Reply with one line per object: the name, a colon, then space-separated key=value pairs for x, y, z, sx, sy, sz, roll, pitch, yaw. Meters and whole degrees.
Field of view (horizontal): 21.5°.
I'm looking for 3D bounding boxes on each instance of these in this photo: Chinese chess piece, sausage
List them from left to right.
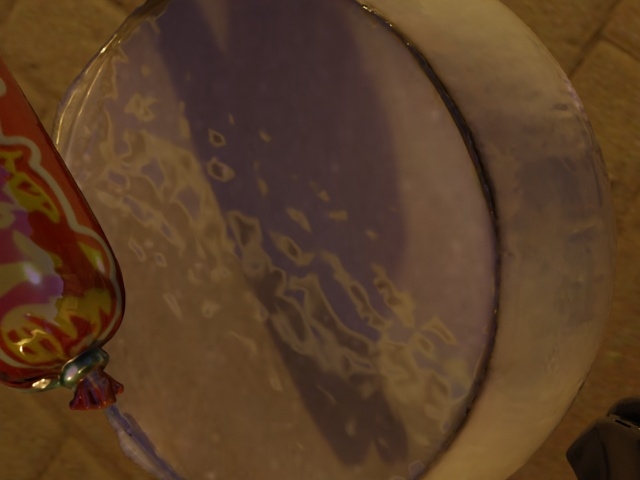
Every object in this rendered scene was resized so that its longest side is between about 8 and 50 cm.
sausage: x=-0.147 y=-0.046 z=0.652 sx=0.083 sy=0.083 sz=0.264 roll=-37 pitch=76 yaw=18
Chinese chess piece: x=0.000 y=0.000 z=0.955 sx=0.338 sy=0.140 sz=0.338 roll=7 pitch=102 yaw=35

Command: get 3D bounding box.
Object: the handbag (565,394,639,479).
handbag: x=0.390 y=0.296 z=1.573 sx=0.152 sy=0.288 sz=0.342 roll=-33 pitch=86 yaw=-14
